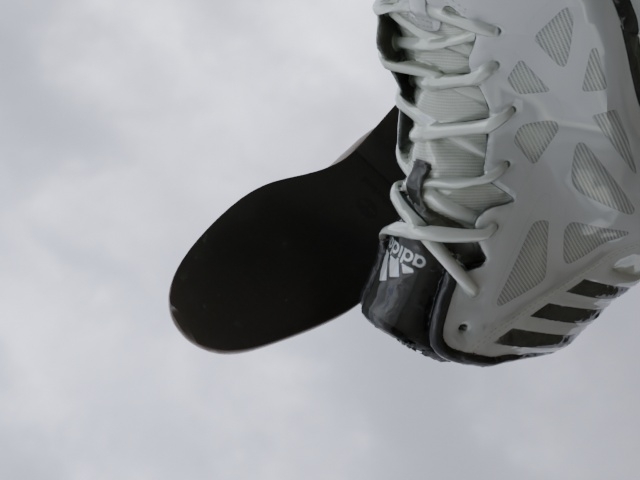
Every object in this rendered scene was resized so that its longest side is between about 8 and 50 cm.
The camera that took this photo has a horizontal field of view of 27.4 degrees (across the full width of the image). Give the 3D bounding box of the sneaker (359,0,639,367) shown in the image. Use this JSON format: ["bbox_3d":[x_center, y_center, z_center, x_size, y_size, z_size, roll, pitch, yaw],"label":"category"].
[{"bbox_3d":[0.099,-0.063,0.826,0.257,0.169,0.447,-52,-47,-7],"label":"sneaker"}]

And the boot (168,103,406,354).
[{"bbox_3d":[0.000,0.000,1.008,0.305,0.115,0.112,-37,-93,-32],"label":"boot"}]
